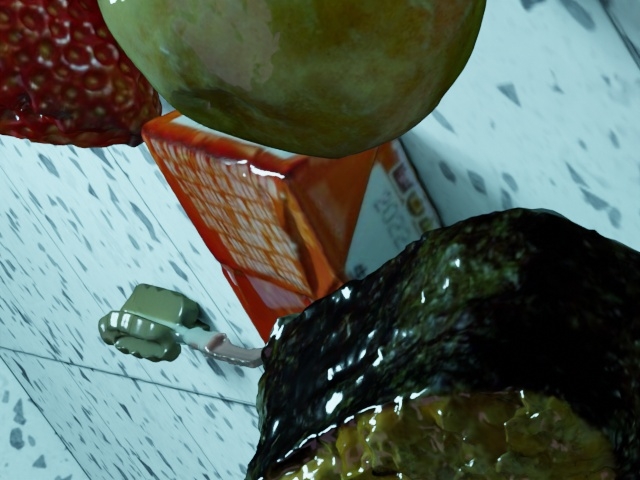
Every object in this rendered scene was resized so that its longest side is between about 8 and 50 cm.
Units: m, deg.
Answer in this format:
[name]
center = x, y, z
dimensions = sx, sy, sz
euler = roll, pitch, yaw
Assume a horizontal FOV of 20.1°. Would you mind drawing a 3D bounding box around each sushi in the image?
[sushi]
center = 0.094, 0.129, 1.116
dimensions = 0.234, 0.207, 0.348
euler = 29, 145, -15

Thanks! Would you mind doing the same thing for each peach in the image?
[peach]
center = 0.004, -0.154, 0.886
dimensions = 0.214, 0.214, 0.235
euler = 51, 140, 2

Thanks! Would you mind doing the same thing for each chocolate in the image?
[chocolate]
center = 0.000, 0.000, 1.347
dimensions = 0.237, 0.108, 0.235
euler = 18, 141, 58

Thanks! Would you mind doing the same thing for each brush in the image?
[brush]
center = -0.138, 0.104, 1.930
dimensions = 0.301, 0.084, 0.071
euler = 12, 136, 55

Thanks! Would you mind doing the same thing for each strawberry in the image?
[strawberry]
center = -0.249, -0.157, 1.562
dimensions = 0.244, 0.205, 0.205
euler = 33, 163, -5
